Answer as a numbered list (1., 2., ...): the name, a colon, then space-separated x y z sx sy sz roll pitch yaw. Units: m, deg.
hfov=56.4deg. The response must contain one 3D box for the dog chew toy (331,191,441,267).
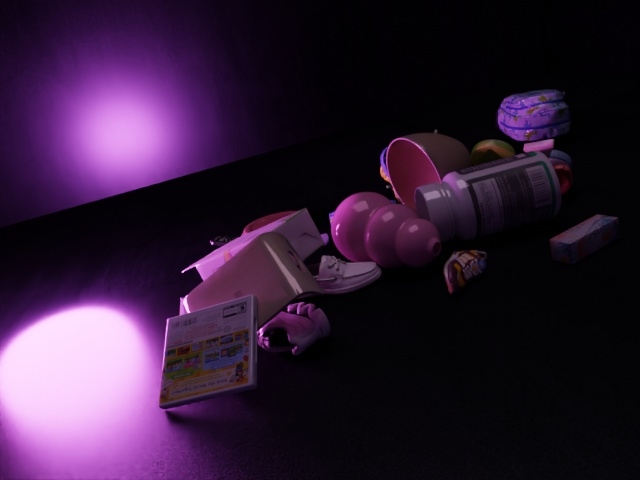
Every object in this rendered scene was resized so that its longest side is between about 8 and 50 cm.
1. dog chew toy: 0.186 -0.016 1.639 0.207 0.206 0.332 -28 32 -34

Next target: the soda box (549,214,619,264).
1. soda box: 0.649 -0.004 1.464 0.183 0.058 0.063 -24 21 -24

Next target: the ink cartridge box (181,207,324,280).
1. ink cartridge box: -0.190 0.049 1.639 0.354 0.119 0.207 -21 10 37

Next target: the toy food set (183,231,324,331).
1. toy food set: -0.161 0.143 1.360 0.306 0.092 0.219 -41 48 4

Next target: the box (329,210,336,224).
1. box: 0.089 -0.059 1.937 0.109 0.042 0.178 -25 35 12

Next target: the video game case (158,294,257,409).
1. video game case: -0.235 0.235 1.262 0.227 0.026 0.206 -17 53 19

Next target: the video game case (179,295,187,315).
1. video game case: -0.250 0.177 1.633 0.275 0.035 0.248 -17 19 -6

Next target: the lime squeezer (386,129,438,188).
1. lime squeezer: 0.400 -0.293 2.400 0.310 0.110 0.059 -48 43 -4

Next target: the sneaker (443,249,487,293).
1. sneaker: 0.357 0.068 1.454 0.084 0.069 0.185 -10 20 27

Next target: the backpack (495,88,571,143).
1. backpack: 0.899 -0.517 2.489 0.290 0.273 0.355 -4 33 10

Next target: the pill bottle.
1. pill bottle: 0.463 -0.114 1.682 0.361 0.204 0.204 -14 19 -2

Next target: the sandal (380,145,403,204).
1. sandal: 0.298 -0.234 2.135 0.126 0.138 0.317 -28 46 -9

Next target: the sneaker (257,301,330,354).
1. sneaker: -0.122 0.198 1.395 0.292 0.110 0.118 2 34 40

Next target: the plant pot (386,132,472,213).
1. plant pot: 0.375 -0.230 1.925 0.191 0.284 0.284 -27 22 -20

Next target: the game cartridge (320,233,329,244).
1. game cartridge: 0.000 0.000 1.980 0.056 0.017 0.083 -14 19 10

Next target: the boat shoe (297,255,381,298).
1. boat shoe: 0.022 0.087 1.596 0.277 0.096 0.098 -12 20 8

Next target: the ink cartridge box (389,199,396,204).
1. ink cartridge box: 0.164 -0.084 2.052 0.097 0.046 0.207 8 29 45

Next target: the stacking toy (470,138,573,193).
1. stacking toy: 0.614 -0.257 1.845 0.309 0.279 0.130 0 59 28

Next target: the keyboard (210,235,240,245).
1. keyboard: -0.173 0.012 1.893 0.318 0.033 0.201 7 3 4

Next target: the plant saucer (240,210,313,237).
1. plant saucer: -0.164 -0.051 2.206 0.278 0.041 0.278 -12 19 4
